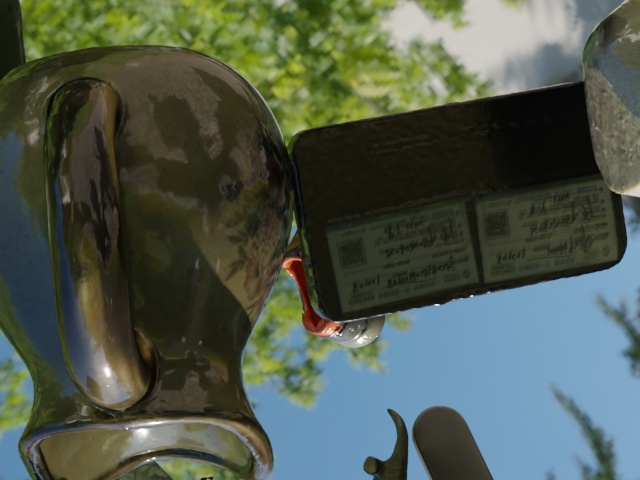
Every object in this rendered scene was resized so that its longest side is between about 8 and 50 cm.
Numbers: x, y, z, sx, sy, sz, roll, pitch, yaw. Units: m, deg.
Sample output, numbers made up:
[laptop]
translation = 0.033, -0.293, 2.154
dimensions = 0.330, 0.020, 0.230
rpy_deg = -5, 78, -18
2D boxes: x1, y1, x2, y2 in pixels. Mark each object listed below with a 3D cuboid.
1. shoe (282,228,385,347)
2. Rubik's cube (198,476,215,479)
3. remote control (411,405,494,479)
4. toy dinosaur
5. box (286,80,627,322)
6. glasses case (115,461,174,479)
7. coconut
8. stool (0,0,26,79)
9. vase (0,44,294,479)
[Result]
[shoe]
translation = 0.000, 0.000, 2.146
dimensions = 0.171, 0.132, 0.336
rpy_deg = 2, -99, -50
[Rubik's cube]
translation = -0.282, 0.514, 1.890
dimensions = 0.310, 0.307, 0.305
rpy_deg = 0, -116, -14
[remote control]
translation = 0.190, 0.327, 1.798
dimensions = 0.022, 0.077, 0.245
rpy_deg = 97, 150, -67
[toy dinosaur]
translation = 0.093, 0.361, 1.843
dimensions = 0.188, 0.075, 0.248
rpy_deg = 59, -141, -63
[box]
translation = 0.147, -0.042, 1.481
dimensions = 0.058, 0.350, 0.211
rpy_deg = -158, 58, -78
[glasses case]
translation = -0.153, 0.385, 1.679
dimensions = 0.272, 0.062, 0.095
rpy_deg = 42, -160, 21
[coconut]
translation = 0.363, -0.148, 1.302
dimensions = 0.244, 0.239, 0.239
rpy_deg = 12, -142, -15
[stool]
translation = -0.328, -0.177, 1.496
dimensions = 0.170, 0.269, 0.244
rpy_deg = -8, -93, -58
[vase]
translation = -0.135, 0.020, 0.938
dimensions = 0.329, 0.240, 0.302
rpy_deg = 82, -177, -81
